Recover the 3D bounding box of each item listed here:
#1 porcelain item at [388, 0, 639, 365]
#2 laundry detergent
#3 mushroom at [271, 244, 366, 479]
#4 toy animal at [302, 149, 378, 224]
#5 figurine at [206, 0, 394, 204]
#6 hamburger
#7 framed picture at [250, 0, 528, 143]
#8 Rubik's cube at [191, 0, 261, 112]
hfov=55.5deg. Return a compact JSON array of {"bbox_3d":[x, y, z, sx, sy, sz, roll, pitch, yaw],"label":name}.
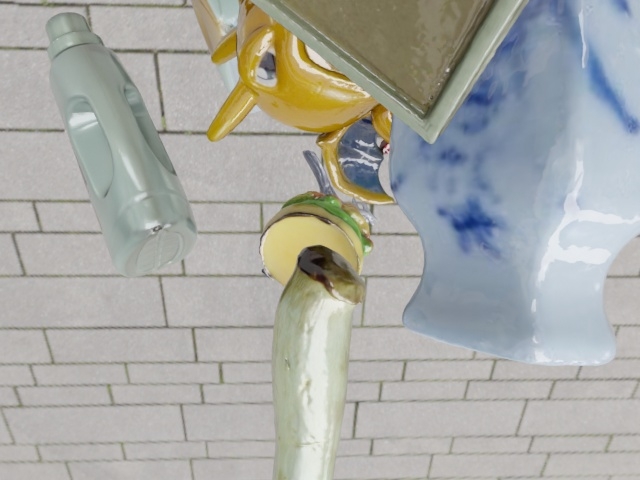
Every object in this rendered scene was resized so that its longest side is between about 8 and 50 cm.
[{"bbox_3d":[0.187,-0.107,0.546,0.179,0.243,0.404,4,93,-42],"label":"porcelain item"},{"bbox_3d":[-0.307,-0.160,0.893,0.125,0.397,0.264,-21,171,-19],"label":"laundry detergent"},{"bbox_3d":[-0.014,0.169,0.671,0.087,0.107,0.332,3,103,-13],"label":"mushroom"},{"bbox_3d":[0.060,-0.065,1.635,0.081,0.206,0.366,-6,93,47],"label":"toy animal"},{"bbox_3d":[0.064,-0.213,0.812,0.387,0.268,0.400,7,119,-23],"label":"figurine"},{"bbox_3d":[0.000,0.000,1.254,0.237,0.149,0.237,10,125,15],"label":"hamburger"},{"bbox_3d":[0.022,-0.216,0.245,0.240,0.020,0.324,41,146,11],"label":"framed picture"},{"bbox_3d":[-0.112,-0.554,1.437,0.352,0.347,0.352,-21,159,-10],"label":"Rubik's cube"}]
